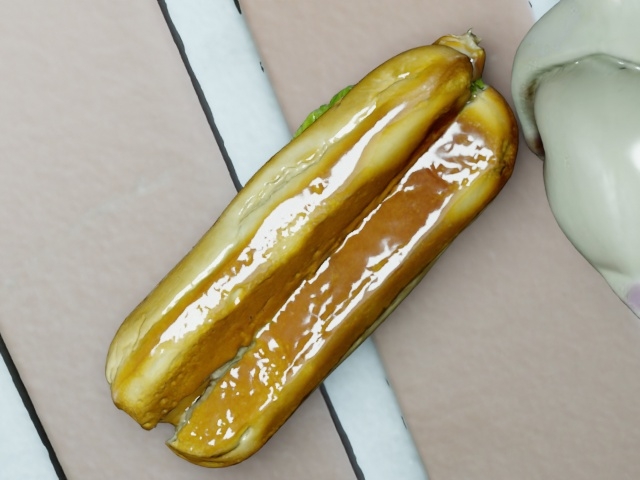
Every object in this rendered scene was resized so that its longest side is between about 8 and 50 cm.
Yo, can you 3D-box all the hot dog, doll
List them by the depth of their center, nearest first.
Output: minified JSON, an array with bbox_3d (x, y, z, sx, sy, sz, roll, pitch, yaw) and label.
[{"bbox_3d":[0.235,-0.140,1.221,0.215,0.226,0.370,-7,109,-53],"label":"doll"},{"bbox_3d":[0.000,0.000,1.272,0.135,0.100,0.337,42,92,-23],"label":"hot dog"}]
